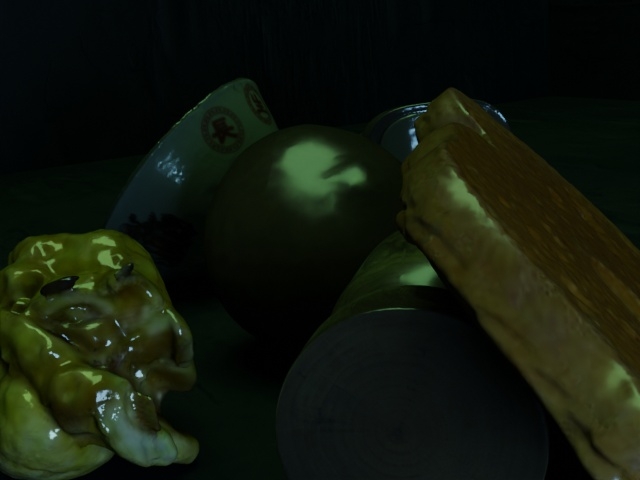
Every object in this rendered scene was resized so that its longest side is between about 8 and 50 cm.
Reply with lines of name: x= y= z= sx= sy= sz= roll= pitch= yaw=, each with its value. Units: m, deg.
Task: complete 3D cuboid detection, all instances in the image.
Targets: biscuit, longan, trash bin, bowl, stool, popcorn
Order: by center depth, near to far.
biscuit: x=0.189 y=0.053 z=0.689 sx=0.350 sy=0.078 sz=0.455 roll=39 pitch=18 yaw=-4
stool: x=0.085 y=0.096 z=0.774 sx=0.179 sy=0.179 sz=0.264 roll=-2 pitch=14 yaw=14
popcorn: x=-0.206 y=0.102 z=0.859 sx=0.190 sy=0.191 sz=0.253 roll=-24 pitch=27 yaw=-16
longan: x=0.000 y=0.000 z=1.079 sx=0.258 sy=0.258 sz=0.258 roll=-5 pitch=13 yaw=1
bowl: x=-0.141 y=-0.046 z=1.422 sx=0.157 sy=0.337 sz=0.337 roll=38 pitch=24 yaw=9
trash bin: x=0.157 y=-0.100 z=1.572 sx=0.219 sy=0.219 sz=0.250 roll=-5 pitch=6 yaw=-9
